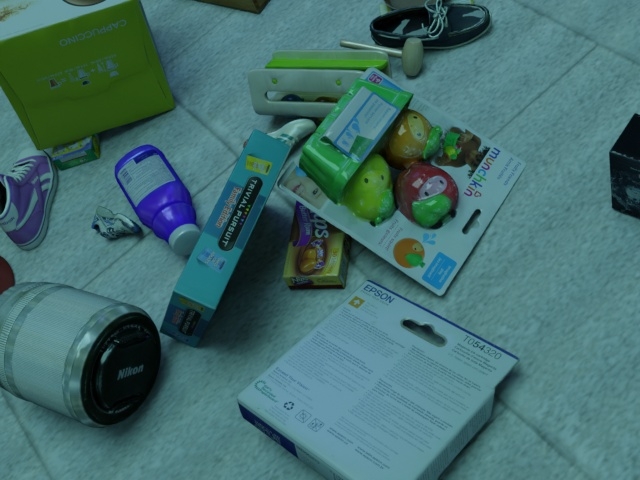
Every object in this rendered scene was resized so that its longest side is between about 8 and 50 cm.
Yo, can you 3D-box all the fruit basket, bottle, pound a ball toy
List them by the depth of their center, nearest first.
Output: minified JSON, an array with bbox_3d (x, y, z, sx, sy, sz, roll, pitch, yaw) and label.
[{"bbox_3d":[0.152,-0.124,1.526,0.353,0.165,0.327,32,68,12],"label":"fruit basket"},{"bbox_3d":[-0.327,-0.081,1.748,0.118,0.092,0.283,-36,52,-4],"label":"bottle"},{"bbox_3d":[0.040,-0.329,1.777,0.319,0.136,0.208,7,34,25],"label":"pound a ball toy"}]

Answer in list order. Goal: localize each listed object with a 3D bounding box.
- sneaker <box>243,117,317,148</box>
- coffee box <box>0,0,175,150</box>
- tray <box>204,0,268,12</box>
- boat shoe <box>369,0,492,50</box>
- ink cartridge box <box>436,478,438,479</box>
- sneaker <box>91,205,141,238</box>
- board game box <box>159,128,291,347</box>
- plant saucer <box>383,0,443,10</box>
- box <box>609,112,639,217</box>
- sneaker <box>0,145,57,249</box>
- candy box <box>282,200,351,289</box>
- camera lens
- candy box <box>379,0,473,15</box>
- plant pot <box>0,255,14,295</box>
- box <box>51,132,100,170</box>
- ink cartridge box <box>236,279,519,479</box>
[{"bbox_3d":[-0.077,-0.194,1.763,0.161,0.057,0.075,-20,70,5],"label":"sneaker"},{"bbox_3d":[-0.556,-0.466,1.896,0.337,0.338,0.334,-19,57,-7],"label":"coffee box"},{"bbox_3d":[-0.271,-0.707,2.173,0.411,0.076,0.203,21,66,31],"label":"tray"},{"bbox_3d":[0.230,-0.458,1.783,0.254,0.079,0.095,-1,78,15],"label":"boat shoe"},{"bbox_3d":[0.127,0.310,1.335,0.145,0.045,0.179,8,63,25],"label":"ink cartridge box"},{"bbox_3d":[-0.431,-0.026,1.785,0.135,0.052,0.058,17,74,38],"label":"sneaker"},{"bbox_3d":[-0.174,0.002,1.535,0.079,0.254,0.336,25,64,-5],"label":"board game box"},{"bbox_3d":[0.219,-0.554,1.872,0.168,0.029,0.168,-11,52,15],"label":"plant saucer"},{"bbox_3d":[0.563,-0.103,1.378,0.156,0.158,0.093,26,68,33],"label":"box"},{"bbox_3d":[-0.667,-0.134,1.875,0.102,0.161,0.282,-20,51,9],"label":"sneaker"},{"bbox_3d":[0.000,0.000,1.592,0.109,0.053,0.187,-2,58,18],"label":"candy box"},{"bbox_3d":[-0.442,0.198,1.519,0.274,0.219,0.219,13,63,28],"label":"camera lens"},{"bbox_3d":[0.233,-0.504,1.866,0.205,0.027,0.105,-11,56,14],"label":"candy box"},{"bbox_3d":[-0.813,0.077,1.733,0.275,0.243,0.275,-11,53,14],"label":"plant pot"},{"bbox_3d":[-0.572,-0.256,1.997,0.105,0.043,0.179,-17,51,9],"label":"box"},{"bbox_3d":[0.093,0.240,1.355,0.324,0.071,0.330,27,53,36],"label":"ink cartridge box"}]
